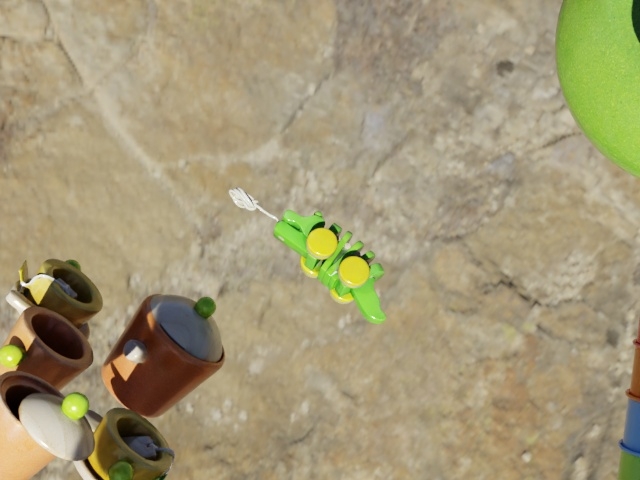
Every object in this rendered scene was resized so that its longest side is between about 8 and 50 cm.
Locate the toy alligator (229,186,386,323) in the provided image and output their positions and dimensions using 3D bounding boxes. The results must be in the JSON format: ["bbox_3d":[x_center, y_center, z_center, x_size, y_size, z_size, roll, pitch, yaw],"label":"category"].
[{"bbox_3d":[0.000,0.000,1.097,0.190,0.056,0.051,42,66,9],"label":"toy alligator"}]

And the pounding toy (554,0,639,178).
[{"bbox_3d":[0.221,-0.135,0.574,0.237,0.110,0.183,-28,64,13],"label":"pounding toy"}]

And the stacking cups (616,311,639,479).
[{"bbox_3d":[0.394,0.213,1.376,0.096,0.096,0.316,5,94,-13],"label":"stacking cups"}]

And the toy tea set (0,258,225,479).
[{"bbox_3d":[-0.176,0.103,0.999,0.200,0.124,0.336,38,16,-16],"label":"toy tea set"}]
